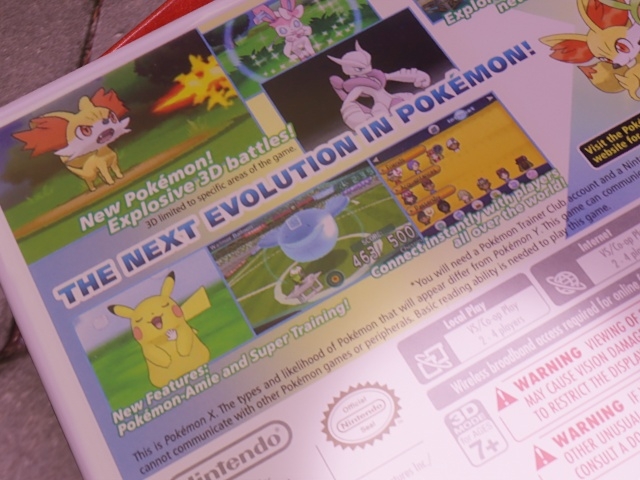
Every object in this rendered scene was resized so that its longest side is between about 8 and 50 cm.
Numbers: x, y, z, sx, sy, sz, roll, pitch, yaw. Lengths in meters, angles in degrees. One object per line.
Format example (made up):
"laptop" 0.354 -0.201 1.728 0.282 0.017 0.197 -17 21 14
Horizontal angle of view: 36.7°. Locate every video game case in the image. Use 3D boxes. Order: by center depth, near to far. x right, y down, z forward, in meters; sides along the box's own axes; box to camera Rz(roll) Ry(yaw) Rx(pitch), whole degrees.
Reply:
"video game case" 0.063 0.001 0.350 0.329 0.036 0.300 -29 64 -7

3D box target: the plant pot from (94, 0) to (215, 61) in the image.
"plant pot" 0.000 0.000 0.562 0.267 0.235 0.267 -44 39 -15
